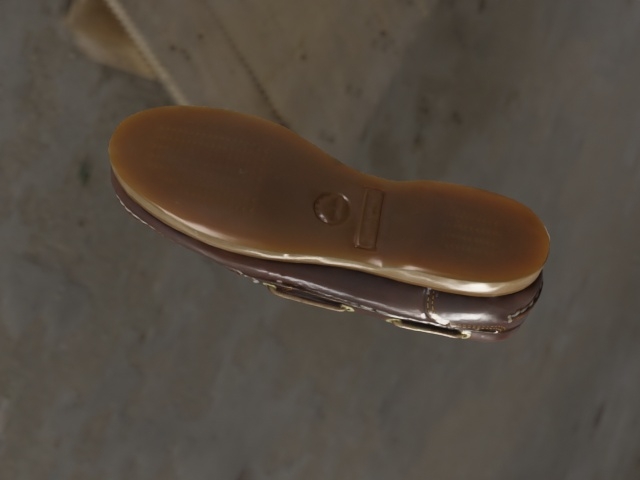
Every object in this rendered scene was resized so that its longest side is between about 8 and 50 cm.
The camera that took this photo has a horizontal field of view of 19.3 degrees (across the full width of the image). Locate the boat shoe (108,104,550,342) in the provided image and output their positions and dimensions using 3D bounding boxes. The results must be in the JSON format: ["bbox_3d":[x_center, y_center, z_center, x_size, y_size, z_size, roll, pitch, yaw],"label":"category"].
[{"bbox_3d":[0.000,0.000,0.866,0.073,0.207,0.073,102,9,-57],"label":"boat shoe"}]
